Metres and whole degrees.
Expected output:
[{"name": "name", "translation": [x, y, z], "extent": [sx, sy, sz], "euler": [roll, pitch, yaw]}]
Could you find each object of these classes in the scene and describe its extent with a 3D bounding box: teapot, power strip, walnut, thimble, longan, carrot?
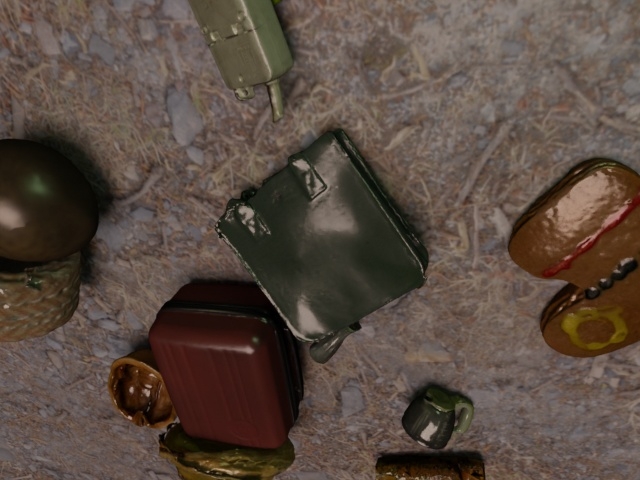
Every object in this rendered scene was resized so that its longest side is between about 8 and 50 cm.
[{"name": "teapot", "translation": [0.027, 0.177, 0.860], "extent": [0.042, 0.043, 0.111], "euler": [37, 120, -10]}, {"name": "teapot", "translation": [0.219, 0.320, 0.887], "extent": [0.092, 0.124, 0.091], "euler": [38, 116, 39]}, {"name": "power strip", "translation": [-0.107, -0.278, 0.567], "extent": [0.093, 0.053, 0.288], "euler": [5, 130, 39]}, {"name": "walnut", "translation": [-0.358, 0.302, 1.012], "extent": [0.167, 0.087, 0.211], "euler": [25, 124, 6]}, {"name": "thimble", "translation": [-0.548, 0.062, 0.838], "extent": [0.228, 0.196, 0.148], "euler": [18, 120, -6]}, {"name": "longan", "translation": [-0.460, -0.059, 0.746], "extent": [0.212, 0.198, 0.198], "euler": [42, 123, -12]}, {"name": "carrot", "translation": [0.223, 0.482, 0.991], "extent": [0.228, 0.069, 0.069], "euler": [-10, 119, 23]}]

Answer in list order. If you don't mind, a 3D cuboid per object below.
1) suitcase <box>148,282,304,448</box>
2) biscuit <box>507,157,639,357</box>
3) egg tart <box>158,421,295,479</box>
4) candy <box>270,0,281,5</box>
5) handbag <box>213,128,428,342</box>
[{"name": "suitcase", "translation": [-0.158, 0.227, 0.864], "extent": [0.236, 0.161, 0.297], "euler": [3, 122, 14]}, {"name": "biscuit", "translation": [0.383, 0.047, 0.669], "extent": [0.277, 0.052, 0.262], "euler": [38, 123, -11]}, {"name": "egg tart", "translation": [-0.186, 0.428, 0.952], "extent": [0.278, 0.279, 0.095], "euler": [8, 86, 10]}, {"name": "candy", "translation": [0.013, -0.335, 0.509], "extent": [0.246, 0.069, 0.149], "euler": [5, 125, 19]}, {"name": "handbag", "translation": [0.000, 0.001, 0.704], "extent": [0.247, 0.079, 0.260], "euler": [-34, 96, 28]}]
